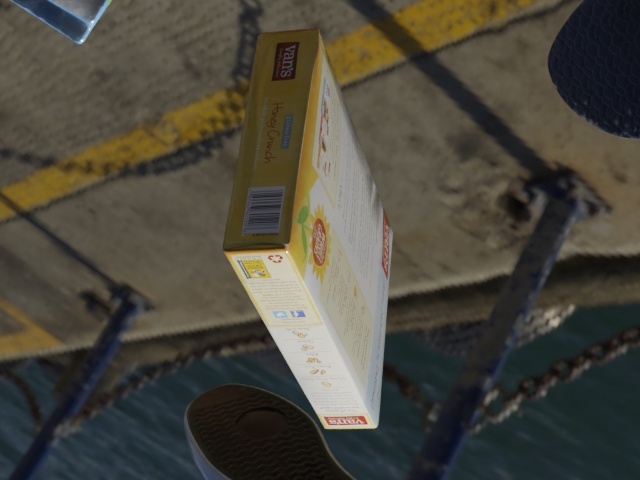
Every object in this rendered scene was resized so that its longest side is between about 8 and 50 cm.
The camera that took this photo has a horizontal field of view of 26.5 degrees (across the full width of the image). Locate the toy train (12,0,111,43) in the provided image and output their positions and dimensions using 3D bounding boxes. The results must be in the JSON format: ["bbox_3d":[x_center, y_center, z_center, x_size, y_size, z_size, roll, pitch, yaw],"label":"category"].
[{"bbox_3d":[-0.086,-0.177,0.604,0.080,0.184,0.105,33,-166,-17],"label":"toy train"}]

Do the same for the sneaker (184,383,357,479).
[{"bbox_3d":[-0.019,0.234,1.127,0.290,0.106,0.123,38,141,41],"label":"sneaker"}]

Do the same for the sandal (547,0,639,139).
[{"bbox_3d":[0.238,-0.129,0.720,0.254,0.054,0.097,-28,84,36],"label":"sandal"}]

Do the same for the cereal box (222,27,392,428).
[{"bbox_3d":[0.000,0.000,0.920,0.047,0.173,0.240,-3,145,14],"label":"cereal box"}]
